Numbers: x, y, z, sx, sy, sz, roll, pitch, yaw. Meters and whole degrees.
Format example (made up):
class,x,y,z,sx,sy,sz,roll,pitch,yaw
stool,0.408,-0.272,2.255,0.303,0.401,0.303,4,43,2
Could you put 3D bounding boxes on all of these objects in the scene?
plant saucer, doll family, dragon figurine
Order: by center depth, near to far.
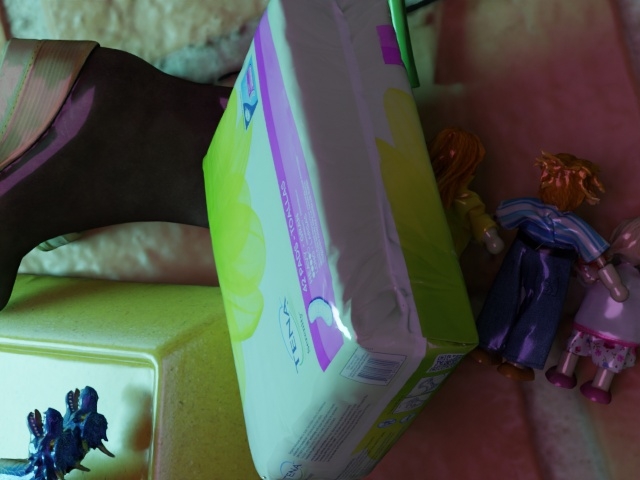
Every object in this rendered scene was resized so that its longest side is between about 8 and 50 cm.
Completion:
class,x,y,z,sx,sy,sz,roll,pitch,yaw
doll family,0.132,0.007,1.131,0.263,0.118,0.163,22,100,23
dragon figurine,-0.241,0.245,1.193,0.144,0.085,0.289,12,92,37
plant saucer,-0.194,0.197,1.266,0.332,0.081,0.333,2,88,36

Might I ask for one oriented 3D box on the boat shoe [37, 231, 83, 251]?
class,x,y,z,sx,sy,sz,roll,pitch,yaw
boat shoe,-0.236,-0.060,1.345,0.045,0.050,0.135,-14,95,22

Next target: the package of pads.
class,x,y,z,sx,sy,sz,roll,pitch,yaw
package of pads,0.000,0.000,1.102,0.229,0.101,0.297,119,146,-53

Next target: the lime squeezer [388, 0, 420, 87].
class,x,y,z,sx,sy,sz,roll,pitch,yaw
lime squeezer,0.087,-0.278,1.192,0.110,0.059,0.310,22,100,-8

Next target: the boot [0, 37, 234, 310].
class,x,y,z,sx,sy,sz,roll,pitch,yaw
boot,-0.181,-0.032,1.272,0.206,0.090,0.248,15,101,0
